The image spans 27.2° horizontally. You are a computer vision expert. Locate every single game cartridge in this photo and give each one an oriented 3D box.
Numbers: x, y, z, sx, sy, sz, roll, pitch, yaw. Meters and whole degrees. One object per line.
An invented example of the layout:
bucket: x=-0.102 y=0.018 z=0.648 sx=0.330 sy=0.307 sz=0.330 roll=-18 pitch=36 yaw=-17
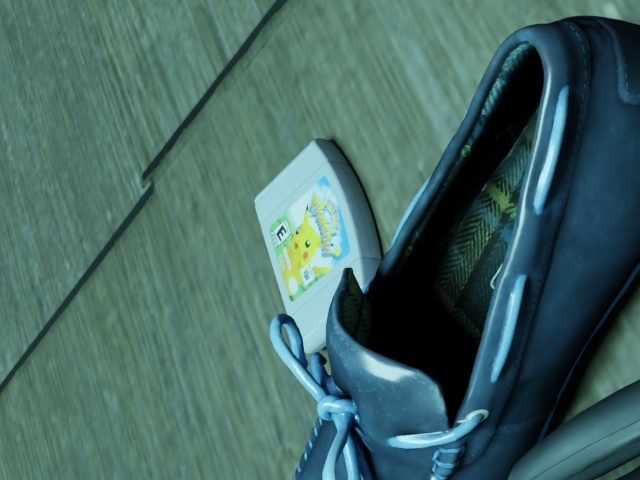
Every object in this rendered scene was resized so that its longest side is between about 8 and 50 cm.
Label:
game cartridge: x=0.000 y=0.000 z=0.573 sx=0.056 sy=0.017 sz=0.083 roll=-40 pitch=55 yaw=35

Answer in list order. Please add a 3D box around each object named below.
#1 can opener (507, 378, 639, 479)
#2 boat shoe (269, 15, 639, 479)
can opener: x=0.127 y=0.046 z=0.392 sx=0.059 sy=0.073 sz=0.186 roll=41 pitch=127 yaw=2
boat shoe: x=0.033 y=0.031 z=0.469 sx=0.109 sy=0.089 sz=0.258 roll=42 pitch=116 yaw=45
